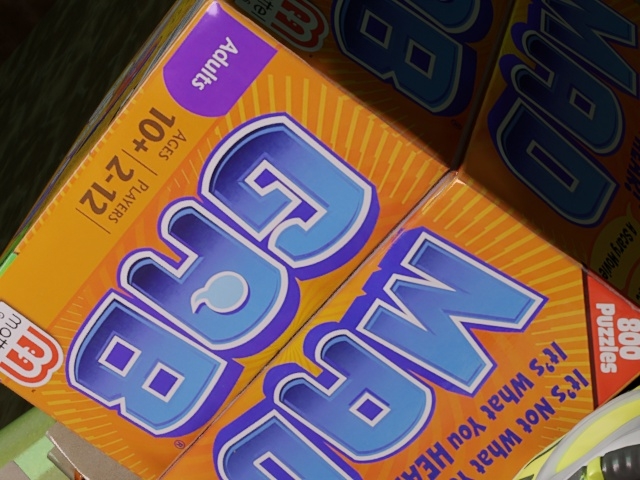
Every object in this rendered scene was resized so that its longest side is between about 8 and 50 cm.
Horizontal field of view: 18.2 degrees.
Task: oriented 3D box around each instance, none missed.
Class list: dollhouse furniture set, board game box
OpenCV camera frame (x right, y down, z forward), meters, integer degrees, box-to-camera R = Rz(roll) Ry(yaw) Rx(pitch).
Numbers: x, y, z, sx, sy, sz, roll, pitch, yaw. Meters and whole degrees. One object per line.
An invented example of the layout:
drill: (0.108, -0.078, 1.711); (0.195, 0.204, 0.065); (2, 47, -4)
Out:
dollhouse furniture set: (-0.246, 0.301, 1.754); (0.259, 0.135, 0.262); (-40, -15, -20)
board game box: (0.021, -0.031, 1.426); (0.356, 0.356, 0.356); (-48, 12, 35)

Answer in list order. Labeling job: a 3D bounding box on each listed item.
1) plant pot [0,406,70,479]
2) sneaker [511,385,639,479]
plant pot: (-0.288, 0.293, 2.047); (0.254, 0.276, 0.276); (-41, 27, 19)
sneaker: (0.137, 0.239, 1.277); (0.385, 0.145, 0.147); (-46, 5, 31)
